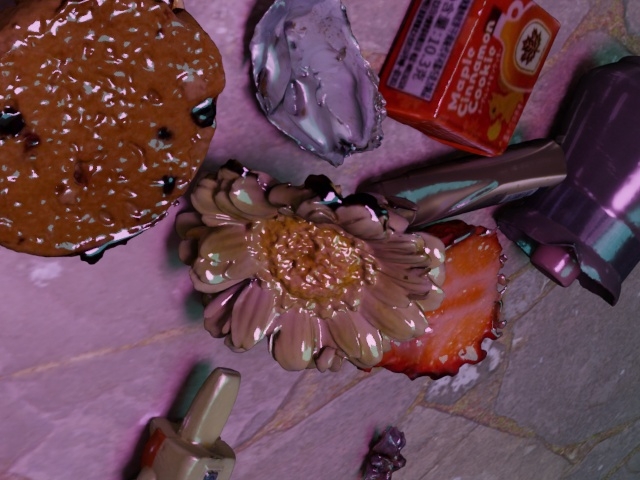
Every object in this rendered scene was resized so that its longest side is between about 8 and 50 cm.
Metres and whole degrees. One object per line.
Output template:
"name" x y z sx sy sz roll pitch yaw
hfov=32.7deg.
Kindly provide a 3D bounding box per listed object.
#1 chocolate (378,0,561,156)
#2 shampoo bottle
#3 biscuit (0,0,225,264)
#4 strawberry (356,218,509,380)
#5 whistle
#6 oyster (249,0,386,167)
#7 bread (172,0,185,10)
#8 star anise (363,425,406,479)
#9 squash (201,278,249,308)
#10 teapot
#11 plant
"chocolate" 0.205 -0.246 1.487 0.235 0.108 0.237 19 99 -52
"shampoo bottle" 0.202 -0.078 1.579 0.350 0.126 0.084 -15 89 -33
"biscuit" -0.228 -0.115 1.047 0.296 0.075 0.295 -20 131 -26
"strawberry" 0.137 0.094 1.593 0.280 0.150 0.253 -35 133 -12
"whistle" -0.176 0.287 1.362 0.131 0.106 0.288 16 100 -51
"oyster" 0.005 -0.189 1.296 0.252 0.087 0.199 12 112 -45
"bread" -0.169 -0.240 1.084 0.074 0.053 0.132 -35 139 -31
"star anise" 0.107 0.352 1.782 0.124 0.056 0.129 -45 145 -40
"squash" -0.079 0.061 1.387 0.183 0.052 0.052 -17 125 -48
"teapot" 0.478 -0.084 1.809 0.361 0.306 0.376 -50 172 -2
"plant" 0.017 0.000 1.274 0.297 0.261 0.305 -44 105 -39
